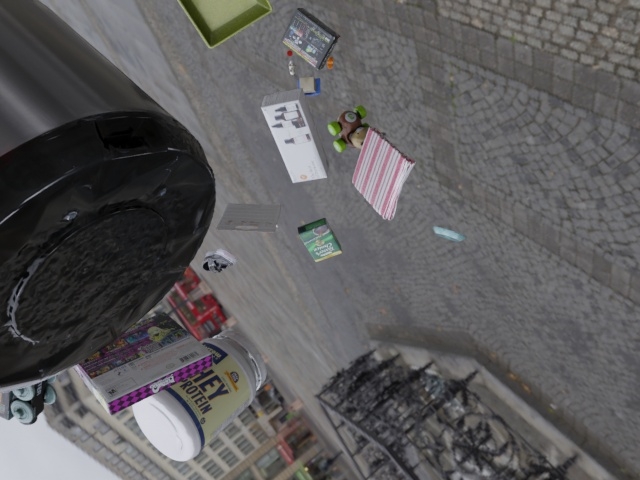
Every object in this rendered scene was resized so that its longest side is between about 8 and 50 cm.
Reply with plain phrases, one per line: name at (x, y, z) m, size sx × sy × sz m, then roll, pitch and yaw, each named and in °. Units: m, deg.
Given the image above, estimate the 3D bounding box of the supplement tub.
supplement tub at (-0.328, 0.421, 1.637) m, size 0.236 × 0.325 × 0.235 m, roll 20°, pitch 127°, yaw 29°

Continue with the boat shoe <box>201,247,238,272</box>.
boat shoe at (-0.355, 0.077, 2.013) m, size 0.080 × 0.076 × 0.229 m, roll 37°, pitch 161°, yaw -26°

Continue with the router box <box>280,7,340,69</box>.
router box at (-0.025, -0.487, 1.418) m, size 0.122 × 0.038 × 0.092 m, roll 39°, pitch 124°, yaw 6°

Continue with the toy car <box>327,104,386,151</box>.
toy car at (0.149, -0.400, 2.191) m, size 0.188 × 0.155 × 0.148 m, roll 36°, pitch 154°, yaw 49°

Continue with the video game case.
video game case at (-0.381, 0.249, 1.237) m, size 0.210 × 0.232 × 0.041 m, roll 27°, pitch 127°, yaw 41°

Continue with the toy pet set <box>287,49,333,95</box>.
toy pet set at (-0.023, -0.449, 1.569) m, size 0.065 × 0.122 × 0.114 m, roll -26°, pitch -65°, yaw -80°

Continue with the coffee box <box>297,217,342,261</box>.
coffee box at (0.000, 0.000, 2.156) m, size 0.184 × 0.113 × 0.040 m, roll 61°, pitch -167°, yaw -49°

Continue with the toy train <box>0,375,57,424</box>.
toy train at (-0.879, 0.384, 1.709) m, size 0.190 × 0.142 × 0.333 m, roll 20°, pitch 114°, yaw 9°

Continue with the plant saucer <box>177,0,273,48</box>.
plant saucer at (-0.241, -0.592, 1.411) m, size 0.188 × 0.188 × 0.045 m, roll 56°, pitch -174°, yaw -41°

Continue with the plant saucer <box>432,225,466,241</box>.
plant saucer at (0.440, -0.020, 2.016) m, size 0.119 × 0.021 × 0.119 m, roll 19°, pitch 177°, yaw 1°

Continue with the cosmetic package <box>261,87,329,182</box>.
cosmetic package at (-0.058, -0.255, 1.459) m, size 0.060 × 0.099 × 0.239 m, roll -79°, pitch -25°, yaw -43°

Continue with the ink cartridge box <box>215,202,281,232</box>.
ink cartridge box at (-0.230, -0.056, 1.904) m, size 0.232 × 0.189 × 0.066 m, roll -88°, pitch 0°, yaw -61°

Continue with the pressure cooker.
pressure cooker at (-0.376, -0.088, 0.668) m, size 0.420 × 0.376 × 0.369 m, roll 42°, pitch 134°, yaw 15°

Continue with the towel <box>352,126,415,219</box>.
towel at (0.133, -0.151, 1.293) m, size 0.197 × 0.029 × 0.144 m, roll 57°, pitch 135°, yaw 52°
